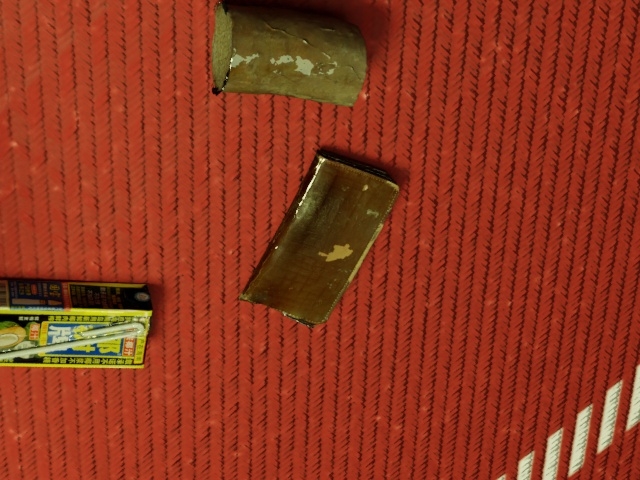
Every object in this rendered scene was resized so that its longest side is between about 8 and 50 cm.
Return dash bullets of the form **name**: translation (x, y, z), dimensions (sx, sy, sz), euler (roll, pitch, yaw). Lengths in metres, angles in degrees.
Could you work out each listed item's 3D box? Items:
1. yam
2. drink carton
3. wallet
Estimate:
- **yam**: translation (-0.031, -0.161, 1.451), dimensions (0.127, 0.084, 0.084), euler (4, 122, -20)
- **drink carton**: translation (-0.245, 0.080, 1.576), dimensions (0.166, 0.056, 0.071), euler (2, 126, -14)
- **wallet**: translation (0.000, 0.000, 1.596), dimensions (0.095, 0.026, 0.176), euler (19, 116, -17)
